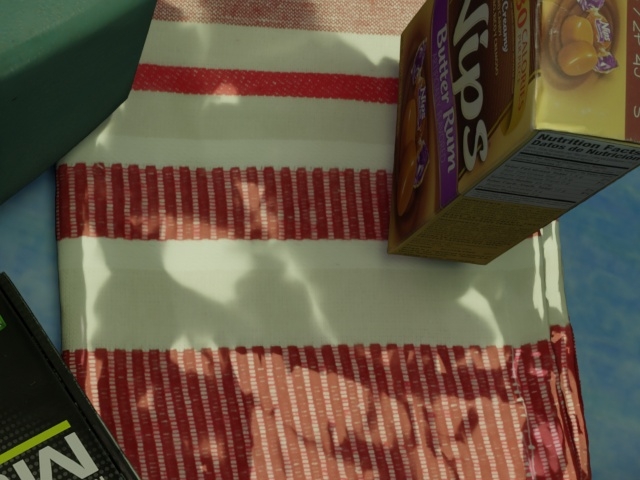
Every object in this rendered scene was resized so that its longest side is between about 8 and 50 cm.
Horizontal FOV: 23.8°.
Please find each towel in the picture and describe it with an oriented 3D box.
[{"bbox_3d":[0.000,0.000,0.689,0.237,0.037,0.329,0,76,-15],"label":"towel"}]

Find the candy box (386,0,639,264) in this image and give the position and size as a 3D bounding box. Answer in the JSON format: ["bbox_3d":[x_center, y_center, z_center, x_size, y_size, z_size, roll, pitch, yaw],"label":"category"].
[{"bbox_3d":[0.076,-0.064,0.606,0.053,0.186,0.109,7,74,-13],"label":"candy box"}]

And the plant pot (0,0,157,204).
[{"bbox_3d":[-0.191,-0.076,0.582,0.234,0.165,0.166,-25,77,-22],"label":"plant pot"}]

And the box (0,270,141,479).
[{"bbox_3d":[-0.159,0.125,0.566,0.190,0.045,0.184,-28,56,-17],"label":"box"}]
